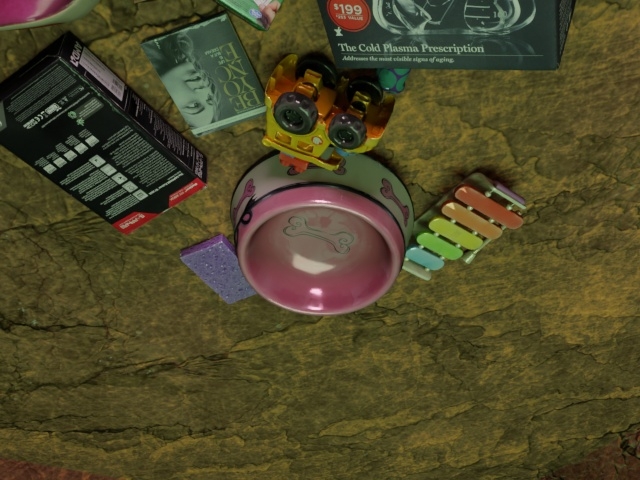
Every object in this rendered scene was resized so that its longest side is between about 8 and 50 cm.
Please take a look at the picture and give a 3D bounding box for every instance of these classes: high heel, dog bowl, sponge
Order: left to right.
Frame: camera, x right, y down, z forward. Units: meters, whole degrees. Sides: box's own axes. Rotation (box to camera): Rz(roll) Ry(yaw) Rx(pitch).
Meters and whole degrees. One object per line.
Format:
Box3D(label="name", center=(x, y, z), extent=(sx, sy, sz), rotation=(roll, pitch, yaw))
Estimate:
Box3D(label="high heel", center=(-0.393, -0.434, 1.030), extent=(0.377, 0.127, 0.181), rotation=(-9, 109, 10))
Box3D(label="sponge", center=(-0.230, 0.072, 1.623), extent=(0.117, 0.031, 0.210), rotation=(-22, 135, 17))
Box3D(label="dog bowl", center=(0.000, 0.000, 1.443), extent=(0.408, 0.150, 0.408), rotation=(2, 134, 3))

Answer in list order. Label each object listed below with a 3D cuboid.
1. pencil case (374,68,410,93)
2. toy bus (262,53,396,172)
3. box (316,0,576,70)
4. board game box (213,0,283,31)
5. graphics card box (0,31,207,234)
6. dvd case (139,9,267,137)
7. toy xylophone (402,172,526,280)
Box3D(label="pencil case", center=(0.148, -0.338, 1.195), extent=(0.070, 0.064, 0.151), rotation=(-22, 151, -37))
Box3D(label="toy bus", center=(0.003, -0.202, 1.239), extent=(0.220, 0.149, 0.211), rotation=(22, 140, 3))
Box3D(label="box", center=(0.162, -0.412, 0.924), extent=(0.343, 0.179, 0.312), rotation=(7, 143, 26))
Box3D(label="board game box", center=(-0.159, -0.473, 0.948), extent=(0.317, 0.046, 0.213), rotation=(27, 95, -30))
Box3D(label="graphics card box", center=(-0.419, -0.184, 1.276), extent=(0.233, 0.094, 0.371), rotation=(-27, 135, 22))
Box3D(label="dvd case", center=(-0.203, -0.296, 1.234), extent=(0.165, 0.018, 0.221), rotation=(-16, 137, 10))
Box3D(label="toy xylophone", center=(0.332, -0.026, 1.545), extent=(0.236, 0.081, 0.322), rotation=(19, 133, -25))
